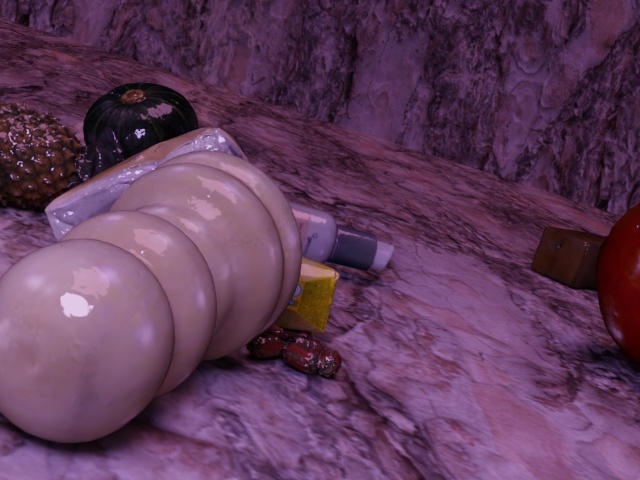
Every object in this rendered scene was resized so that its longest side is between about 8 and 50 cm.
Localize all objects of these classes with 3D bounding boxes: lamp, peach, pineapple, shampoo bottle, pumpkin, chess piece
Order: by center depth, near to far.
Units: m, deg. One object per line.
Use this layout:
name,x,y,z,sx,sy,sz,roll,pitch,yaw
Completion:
chess piece,-0.129,0.041,0.693,0.167,0.167,0.299,20,19,11
lamp,-0.021,0.097,0.870,0.083,0.031,0.063,24,13,6
pineapple,-0.264,-0.077,1.093,0.251,0.125,0.125,10,14,-22
shampoo bottle,0.000,0.000,1.236,0.192,0.074,0.074,17,12,-15
peach,0.506,0.054,1.250,0.281,0.281,0.338,25,22,29
pumpkin,-0.261,-0.162,1.437,0.167,0.167,0.125,29,-28,41

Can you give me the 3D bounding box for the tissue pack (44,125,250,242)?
tissue pack,-0.154,-0.045,0.952,0.186,0.090,0.222,-24,7,0

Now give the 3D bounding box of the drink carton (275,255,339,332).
drink carton,-0.088,0.034,0.946,0.199,0.075,0.084,16,2,-13

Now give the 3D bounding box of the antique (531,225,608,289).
antique,0.516,0.039,1.803,0.309,0.088,0.093,5,16,-45
